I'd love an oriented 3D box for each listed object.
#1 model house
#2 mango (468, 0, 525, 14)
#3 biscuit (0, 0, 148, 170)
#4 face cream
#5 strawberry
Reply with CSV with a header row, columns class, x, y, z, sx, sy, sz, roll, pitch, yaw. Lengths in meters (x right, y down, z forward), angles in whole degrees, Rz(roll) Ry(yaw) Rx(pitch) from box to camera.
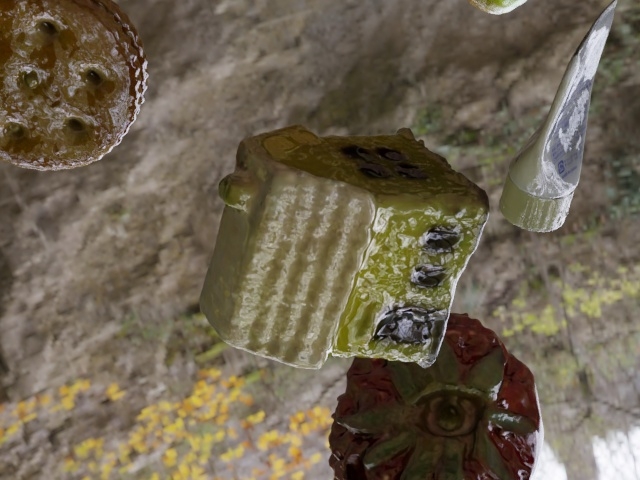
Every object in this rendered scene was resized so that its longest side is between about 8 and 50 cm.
class,x,y,z,sx,sy,sz,roll,pitch,yaw
model house,0.000,0.000,1.059,0.234,0.193,0.175,4,-149,-27
mango,0.197,-0.363,1.286,0.125,0.232,0.111,-16,-137,-16
biscuit,-0.279,-0.167,1.143,0.221,0.220,0.066,-11,-144,10
face cream,0.232,-0.117,1.113,0.070,0.224,0.114,23,-140,16
strawberry,0.160,0.284,1.571,0.295,0.345,0.317,-19,-118,1
